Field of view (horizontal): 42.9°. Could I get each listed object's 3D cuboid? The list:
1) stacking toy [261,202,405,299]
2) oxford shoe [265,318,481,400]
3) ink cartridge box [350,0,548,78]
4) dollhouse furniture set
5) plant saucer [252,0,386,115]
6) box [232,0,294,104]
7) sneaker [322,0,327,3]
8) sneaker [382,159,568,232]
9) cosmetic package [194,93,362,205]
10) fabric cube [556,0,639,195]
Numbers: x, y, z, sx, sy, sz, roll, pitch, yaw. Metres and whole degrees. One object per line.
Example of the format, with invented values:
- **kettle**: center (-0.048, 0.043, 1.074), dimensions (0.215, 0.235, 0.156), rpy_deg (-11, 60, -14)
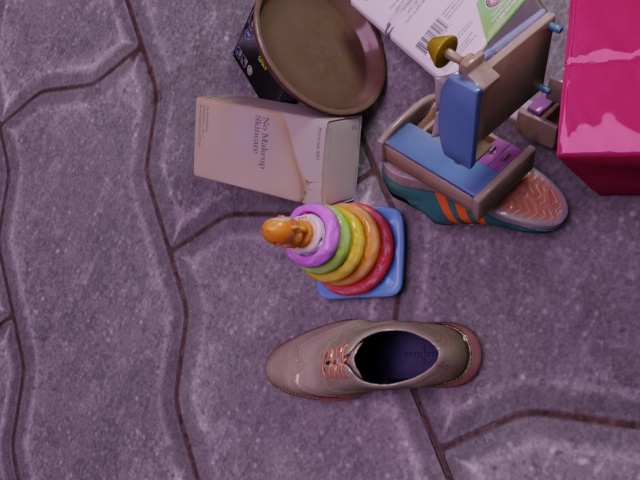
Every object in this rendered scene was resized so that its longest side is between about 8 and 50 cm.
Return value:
- **stacking toy**: center (0.000, 0.000, 1.329), dimensions (0.175, 0.302, 0.165), rpy_deg (-5, 78, 32)
- **oxford shoe**: center (0.055, 0.189, 1.351), dimensions (0.397, 0.147, 0.140), rpy_deg (-14, 74, 30)
- **ink cartridge box**: center (0.214, -0.392, 1.380), dimensions (0.198, 0.115, 0.273), rpy_deg (-49, 60, 14)
- **dollhouse furniture set**: center (0.226, -0.236, 1.163), dimensions (0.198, 0.303, 0.286), rpy_deg (36, 65, 28)
- **plant saucer**: center (-0.004, -0.341, 1.429), dimensions (0.041, 0.278, 0.277), rpy_deg (-29, 65, 50)
- **box**: center (-0.085, -0.368, 1.565), dimensions (0.184, 0.045, 0.190), rpy_deg (62, 139, 27)
- **sneaker**: center (0.003, -0.395, 1.546), dimensions (0.069, 0.082, 0.209), rpy_deg (15, 109, 51)
- **sneaker**: center (0.245, -0.075, 1.319), dimensions (0.302, 0.121, 0.108), rpy_deg (21, 66, 16)
- **cosmetic package**: center (-0.085, -0.172, 1.506), dimensions (0.310, 0.113, 0.160), rpy_deg (15, 110, 35)
- **fabric cube**: center (0.486, -0.204, 1.090), dimensions (0.258, 0.254, 0.258), rpy_deg (2, 82, 33)
